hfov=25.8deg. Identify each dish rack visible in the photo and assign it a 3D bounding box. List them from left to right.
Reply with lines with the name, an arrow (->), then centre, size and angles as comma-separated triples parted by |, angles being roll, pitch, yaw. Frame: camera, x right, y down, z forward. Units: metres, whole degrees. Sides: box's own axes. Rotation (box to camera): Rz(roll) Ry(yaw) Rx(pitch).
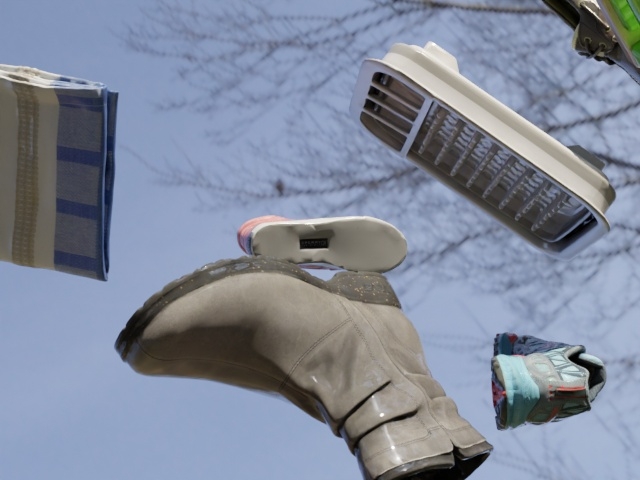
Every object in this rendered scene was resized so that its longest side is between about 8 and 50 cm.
dish rack -> 0.194, -0.110, 1.641 | 0.072, 0.333, 0.285 | -54, -4, -11

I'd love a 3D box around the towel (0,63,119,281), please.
towel -> -0.337, -0.079, 1.406 | 0.034, 0.285, 0.209 | -35, -47, -65

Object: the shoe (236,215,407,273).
shoe -> 0.000, 0.000, 1.511 | 0.178, 0.081, 0.063 | 1, -83, -17

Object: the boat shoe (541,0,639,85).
boat shoe -> 0.309, -0.234, 1.556 | 0.073, 0.223, 0.080 | -33, -20, -4

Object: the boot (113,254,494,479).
boot -> 0.004, 0.131, 1.210 | 0.338, 0.223, 0.118 | -2, -41, -43

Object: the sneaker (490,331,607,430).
sneaker -> 0.258, 0.163, 1.571 | 0.125, 0.262, 0.104 | -3, -85, 9

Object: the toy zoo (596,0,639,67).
toy zoo -> 0.169, -0.104, 0.595 | 0.030, 0.293, 0.192 | -36, -58, 4
